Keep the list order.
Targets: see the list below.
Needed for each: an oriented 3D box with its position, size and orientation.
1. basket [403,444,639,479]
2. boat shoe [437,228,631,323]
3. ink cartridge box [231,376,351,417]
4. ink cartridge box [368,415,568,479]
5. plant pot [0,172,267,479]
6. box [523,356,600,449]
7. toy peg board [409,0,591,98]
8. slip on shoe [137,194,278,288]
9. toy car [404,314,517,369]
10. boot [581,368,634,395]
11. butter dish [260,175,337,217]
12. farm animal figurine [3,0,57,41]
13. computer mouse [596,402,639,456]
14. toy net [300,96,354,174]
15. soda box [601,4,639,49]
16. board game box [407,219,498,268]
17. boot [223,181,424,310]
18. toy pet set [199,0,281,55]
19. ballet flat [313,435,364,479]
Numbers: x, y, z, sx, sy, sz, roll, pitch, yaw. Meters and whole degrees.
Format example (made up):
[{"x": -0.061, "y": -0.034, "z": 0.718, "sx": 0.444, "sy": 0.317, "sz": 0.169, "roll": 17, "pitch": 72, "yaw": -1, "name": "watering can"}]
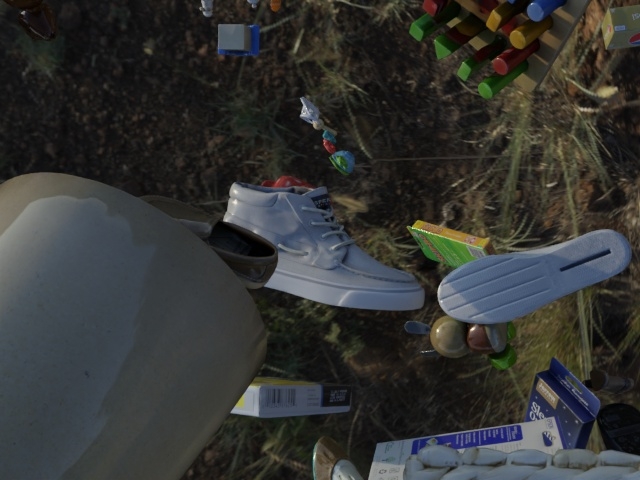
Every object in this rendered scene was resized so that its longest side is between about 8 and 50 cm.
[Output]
[{"x": 0.229, "y": 0.331, "z": 0.592, "sx": 0.328, "sy": 0.331, "sz": 0.266, "roll": -1, "pitch": 63, "yaw": 10, "name": "basket"}, {"x": 0.380, "y": 0.075, "z": 1.285, "sx": 0.335, "sy": 0.119, "sz": 0.121, "roll": -16, "pitch": 74, "yaw": 15, "name": "boat shoe"}, {"x": -0.144, "y": 0.312, "z": 1.477, "sx": 0.307, "sy": 0.304, "sz": 0.072, "roll": 0, "pitch": 82, "yaw": 35, "name": "ink cartridge box"}, {"x": 0.252, "y": 0.382, "z": 1.227, "sx": 0.333, "sy": 0.165, "sz": 0.065, "roll": -13, "pitch": 97, "yaw": 14, "name": "ink cartridge box"}, {"x": -0.207, "y": 0.138, "z": 0.505, "sx": 0.256, "sy": 0.274, "sz": 0.256, "roll": 15, "pitch": 139, "yaw": 13, "name": "plant pot"}, {"x": 0.446, "y": 0.344, "z": 1.361, "sx": 0.136, "sy": 0.036, "sz": 0.225, "roll": -128, "pitch": 34, "yaw": -50, "name": "box"}, {"x": 0.179, "y": -0.243, "z": 0.773, "sx": 0.079, "sy": 0.160, "sz": 0.161, "roll": -39, "pitch": 75, "yaw": -22, "name": "toy peg board"}, {"x": -0.099, "y": -0.005, "z": 0.616, "sx": 0.135, "sy": 0.051, "sz": 0.041, "roll": 30, "pitch": 141, "yaw": -3, "name": "slip on shoe"}, {"x": 0.270, "y": 0.175, "z": 1.425, "sx": 0.188, "sy": 0.149, "sz": 0.155, "roll": -19, "pitch": 117, "yaw": 24, "name": "toy car"}, {"x": 0.563, "y": 0.274, "z": 1.397, "sx": 0.087, "sy": 0.118, "sz": 0.042, "roll": 3, "pitch": 70, "yaw": -4, "name": "boot"}, {"x": -0.041, "y": -0.052, "z": 1.275, "sx": 0.160, "sy": 0.160, "sz": 0.118, "roll": 27, "pitch": 139, "yaw": -5, "name": "butter dish"}, {"x": -0.426, "y": -0.205, "z": 0.710, "sx": 0.327, "sy": 0.172, "sz": 0.330, "roll": 39, "pitch": 79, "yaw": 4, "name": "farm animal figurine"}, {"x": 0.557, "y": 0.423, "z": 1.312, "sx": 0.184, "sy": 0.262, "sz": 0.060, "roll": -15, "pitch": 132, "yaw": -12, "name": "computer mouse"}, {"x": 0.004, "y": -0.268, "z": 1.866, "sx": 0.045, "sy": 0.122, "sz": 0.232, "roll": -41, "pitch": 83, "yaw": 26, "name": "toy net"}, {"x": 0.647, "y": -0.419, "z": 1.399, "sx": 0.181, "sy": 0.061, "sz": 0.058, "roll": -5, "pitch": 71, "yaw": 6, "name": "soda box"}, {"x": 0.322, "y": 0.023, "z": 1.722, "sx": 0.039, "sy": 0.124, "sz": 0.259, "roll": -49, "pitch": 35, "yaw": -18, "name": "board game box"}, {"x": 0.000, "y": 0.000, "z": 0.836, "sx": 0.258, "sy": 0.095, "sz": 0.123, "roll": 11, "pitch": 99, "yaw": 16, "name": "boot"}, {"x": -0.109, "y": -0.325, "z": 1.037, "sx": 0.122, "sy": 0.065, "sz": 0.114, "roll": 4, "pitch": 101, "yaw": 10, "name": "toy pet set"}, {"x": 0.059, "y": 0.636, "z": 1.720, "sx": 0.124, "sy": 0.116, "sz": 0.342, "roll": -27, "pitch": 57, "yaw": 45, "name": "ballet flat"}]
